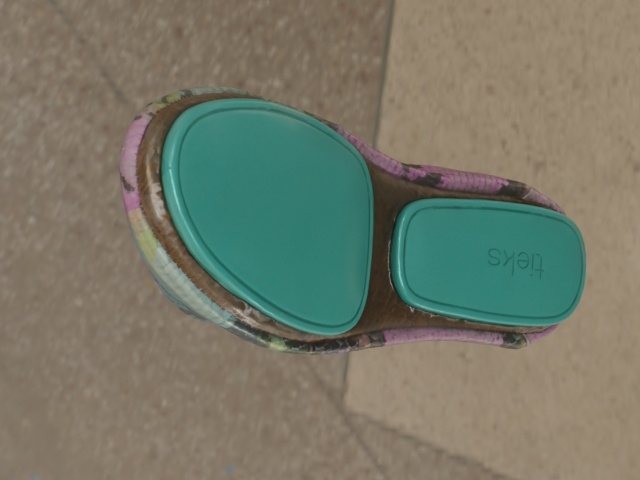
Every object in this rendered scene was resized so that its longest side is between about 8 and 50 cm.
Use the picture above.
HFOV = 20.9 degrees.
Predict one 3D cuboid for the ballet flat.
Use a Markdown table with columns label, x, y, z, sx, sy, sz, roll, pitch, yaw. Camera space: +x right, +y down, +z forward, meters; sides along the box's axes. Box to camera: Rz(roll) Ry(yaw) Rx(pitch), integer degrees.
| label | x | y | z | sx | sy | sz | roll | pitch | yaw |
| --- | --- | --- | --- | --- | --- | --- | --- | --- | --- |
| ballet flat | 0.000 | 0.000 | 0.572 | 0.079 | 0.077 | 0.221 | 0 | 174 | 41 |
